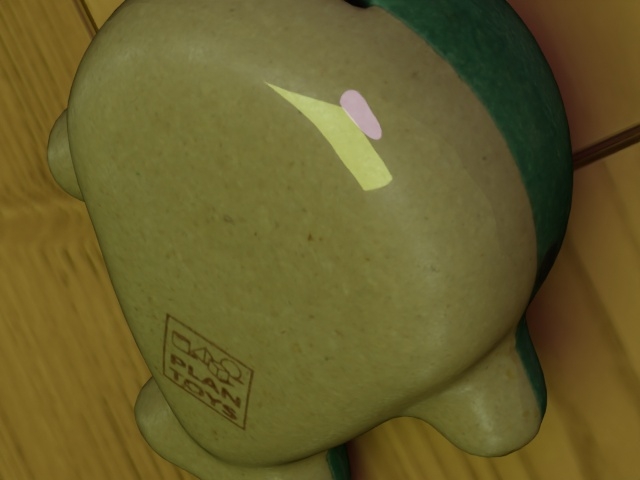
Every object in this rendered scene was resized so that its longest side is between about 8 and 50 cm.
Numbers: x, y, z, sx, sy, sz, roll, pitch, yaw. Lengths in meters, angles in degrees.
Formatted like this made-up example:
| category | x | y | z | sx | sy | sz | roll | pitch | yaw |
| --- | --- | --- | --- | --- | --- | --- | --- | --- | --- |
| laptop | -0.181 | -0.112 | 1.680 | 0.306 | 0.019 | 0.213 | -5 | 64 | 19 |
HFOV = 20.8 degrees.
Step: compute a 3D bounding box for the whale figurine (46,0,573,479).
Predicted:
| category | x | y | z | sx | sy | sz | roll | pitch | yaw |
| --- | --- | --- | --- | --- | --- | --- | --- | --- | --- |
| whale figurine | 0.000 | 0.000 | 0.652 | 0.216 | 0.141 | 0.272 | 31 | 141 | 16 |
